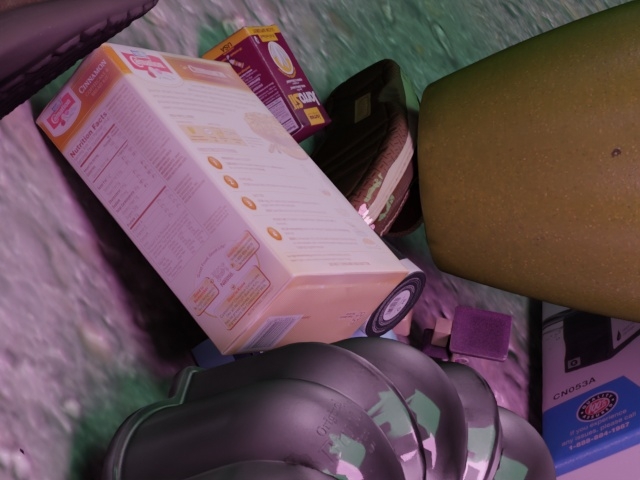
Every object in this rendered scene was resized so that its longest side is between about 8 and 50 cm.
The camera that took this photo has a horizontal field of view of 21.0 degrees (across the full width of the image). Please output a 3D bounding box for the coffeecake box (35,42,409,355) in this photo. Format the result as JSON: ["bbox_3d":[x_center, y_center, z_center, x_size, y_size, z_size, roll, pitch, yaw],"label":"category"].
[{"bbox_3d":[-0.056,-0.025,1.014,0.185,0.068,0.142,50,22,20],"label":"coffeecake box"}]

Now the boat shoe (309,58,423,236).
[{"bbox_3d":[0.049,-0.046,1.254,0.095,0.095,0.257,55,24,-19],"label":"boat shoe"}]

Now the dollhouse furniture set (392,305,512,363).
[{"bbox_3d":[0.079,0.111,1.226,0.081,0.091,0.114,96,4,-63],"label":"dollhouse furniture set"}]

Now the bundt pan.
[{"bbox_3d":[0.043,0.192,0.866,0.331,0.124,0.330,30,45,-36],"label":"bundt pan"}]

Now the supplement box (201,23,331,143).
[{"bbox_3d":[-0.038,-0.107,1.220,0.083,0.043,0.055,60,24,3],"label":"supplement box"}]

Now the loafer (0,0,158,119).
[{"bbox_3d":[-0.196,-0.119,0.838,0.130,0.134,0.366,56,25,-4],"label":"loafer"}]

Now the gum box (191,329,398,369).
[{"bbox_3d":[0.016,0.118,1.061,0.184,0.041,0.157,-4,64,-63],"label":"gum box"}]

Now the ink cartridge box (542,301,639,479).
[{"bbox_3d":[0.302,0.087,1.392,0.129,0.223,0.307,52,25,-24],"label":"ink cartridge box"}]

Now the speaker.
[{"bbox_3d":[0.000,0.000,1.097,0.136,0.055,0.055,41,18,23],"label":"speaker"}]

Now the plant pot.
[{"bbox_3d":[0.223,-0.051,1.204,0.275,0.294,0.274,-4,90,-76],"label":"plant pot"}]
